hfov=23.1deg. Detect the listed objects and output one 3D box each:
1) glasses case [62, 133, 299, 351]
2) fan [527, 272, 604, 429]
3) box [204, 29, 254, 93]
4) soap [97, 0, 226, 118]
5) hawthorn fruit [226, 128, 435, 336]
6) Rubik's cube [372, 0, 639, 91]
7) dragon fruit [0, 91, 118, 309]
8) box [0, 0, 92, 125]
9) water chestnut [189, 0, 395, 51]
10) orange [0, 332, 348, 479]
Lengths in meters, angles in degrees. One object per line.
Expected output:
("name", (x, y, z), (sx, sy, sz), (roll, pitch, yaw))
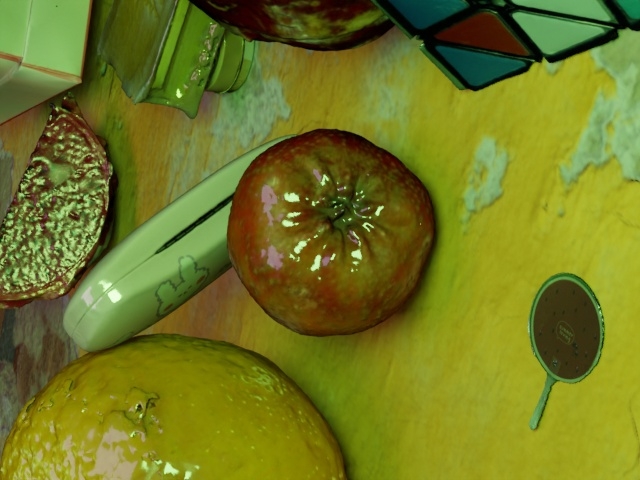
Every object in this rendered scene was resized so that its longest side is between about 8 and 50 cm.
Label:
("glasses case", (-0.113, 0.000, 1.419), (0.075, 0.297, 0.113), (46, 146, 7))
("fan", (0.181, 0.088, 1.197), (0.085, 0.005, 0.133), (41, 124, 49))
("box", (-0.108, -0.205, 1.626), (0.105, 0.037, 0.105), (7, 98, 59))
("soap", (-0.146, -0.255, 1.578), (0.135, 0.076, 0.233), (51, 129, 47))
("hawthorn fruit", (0.000, 0.000, 1.339), (0.200, 0.179, 0.179), (140, 123, -68))
("Rubik's cube", (0.130, -0.217, 1.204), (0.234, 0.284, 0.250), (96, -179, -54))
("dragon fruit", (-0.307, -0.029, 1.897), (0.161, 0.126, 0.274), (121, 171, -84))
("box", (-0.459, -0.338, 1.898), (0.314, 0.300, 0.312), (-13, 69, 58))
("water chestnut", (-0.011, -0.284, 1.275), (0.289, 0.244, 0.289), (-6, 83, 57))
("orange", (-0.125, 0.248, 1.440), (0.341, 0.293, 0.340), (6, 99, 41))
